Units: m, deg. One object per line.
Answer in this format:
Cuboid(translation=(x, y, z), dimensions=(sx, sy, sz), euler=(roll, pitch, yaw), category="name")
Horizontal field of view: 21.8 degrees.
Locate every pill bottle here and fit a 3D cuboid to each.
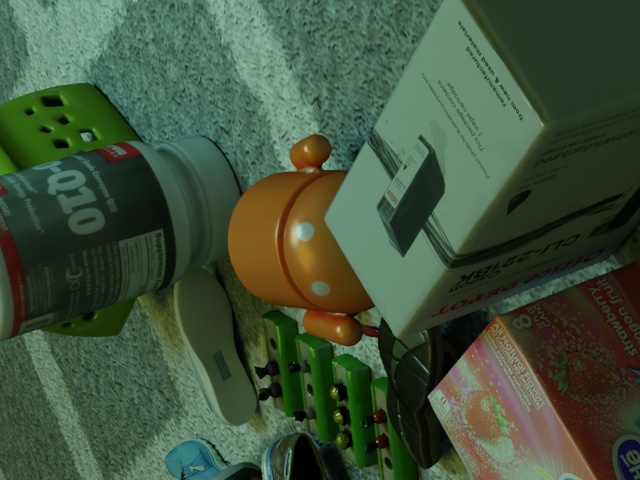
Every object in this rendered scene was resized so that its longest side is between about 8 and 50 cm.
Cuboid(translation=(-0.234, -0.011, 1.720), dimensions=(0.161, 0.283, 0.161), euler=(39, 139, 46), category="pill bottle")

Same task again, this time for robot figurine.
Cuboid(translation=(-0.001, -0.002, 1.471), dimensions=(0.219, 0.128, 0.158), euler=(4, 67, 61), category="robot figurine")

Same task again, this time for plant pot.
Cuboid(translation=(-0.332, -0.030, 1.916), dimensions=(0.227, 0.207, 0.228), euler=(49, 130, 34), category="plant pot")

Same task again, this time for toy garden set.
Cuboid(translation=(-0.002, 0.118, 1.632), dimensions=(0.244, 0.049, 0.204), euler=(27, 130, 53), category="toy garden set")

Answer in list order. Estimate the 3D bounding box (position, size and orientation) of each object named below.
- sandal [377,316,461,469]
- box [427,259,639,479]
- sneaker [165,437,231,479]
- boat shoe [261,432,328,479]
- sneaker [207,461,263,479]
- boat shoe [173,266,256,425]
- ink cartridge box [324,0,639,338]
Cuboid(translation=(0.096, 0.124, 1.457), dimensions=(0.090, 0.060, 0.219), euler=(56, 164, 38), category="sandal")
Cuboid(translation=(0.224, 0.182, 1.148), dimensions=(0.300, 0.154, 0.142), euler=(61, 151, 20), category="box")
Cuboid(translation=(-0.148, 0.284, 1.977), dimensions=(0.162, 0.073, 0.063), euler=(21, 125, 56), category="sneaker")
Cuboid(translation=(-0.013, 0.282, 1.680), dimensions=(0.066, 0.066, 0.183), euler=(-47, 57, 52), category="boat shoe")
Cuboid(translation=(-0.065, 0.387, 1.866), dimensions=(0.180, 0.124, 0.321), euler=(48, 156, 30), category="sneaker")
Cuboid(translation=(-0.123, 0.117, 1.850), dimensions=(0.063, 0.066, 0.184), euler=(-3, 114, 61), category="boat shoe")
Cuboid(translation=(0.143, -0.067, 1.091), dimensions=(0.114, 0.197, 0.273), euler=(61, 151, 19), category="ink cartridge box")
